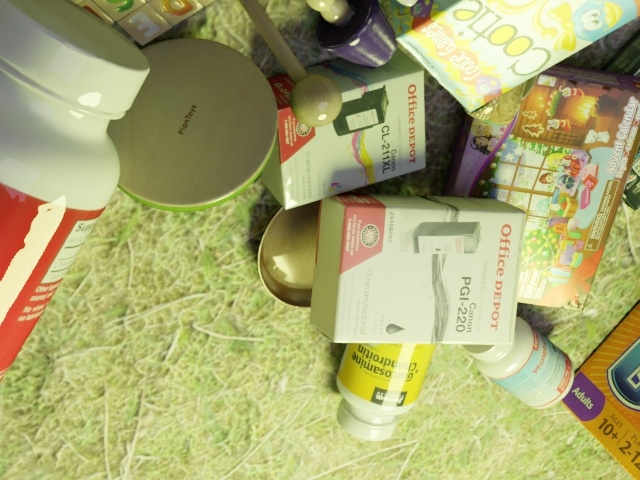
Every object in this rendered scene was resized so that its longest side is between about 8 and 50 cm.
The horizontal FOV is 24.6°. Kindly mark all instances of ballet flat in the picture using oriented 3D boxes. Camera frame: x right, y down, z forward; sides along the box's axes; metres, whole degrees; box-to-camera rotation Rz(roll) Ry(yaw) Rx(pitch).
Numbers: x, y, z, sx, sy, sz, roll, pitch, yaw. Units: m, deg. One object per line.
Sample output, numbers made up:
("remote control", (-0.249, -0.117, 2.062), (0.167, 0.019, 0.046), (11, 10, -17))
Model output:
("ballet flat", (0.219, -0.215, 1.599), (0.067, 0.073, 0.206), (34, 79, -34))

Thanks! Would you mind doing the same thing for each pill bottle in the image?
("pill bottle", (0.078, 0.146, 1.770), (0.103, 0.103, 0.184), (1, 119, -30))
("pill bottle", (-0.330, -0.031, 1.341), (0.229, 0.229, 0.408), (22, 107, -38))
("pill bottle", (0.250, 0.148, 1.880), (0.087, 0.087, 0.160), (-48, 131, 6))

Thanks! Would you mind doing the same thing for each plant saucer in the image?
("plant saucer", (0.000, 0.000, 1.680), (0.168, 0.029, 0.168), (-15, 126, -22))

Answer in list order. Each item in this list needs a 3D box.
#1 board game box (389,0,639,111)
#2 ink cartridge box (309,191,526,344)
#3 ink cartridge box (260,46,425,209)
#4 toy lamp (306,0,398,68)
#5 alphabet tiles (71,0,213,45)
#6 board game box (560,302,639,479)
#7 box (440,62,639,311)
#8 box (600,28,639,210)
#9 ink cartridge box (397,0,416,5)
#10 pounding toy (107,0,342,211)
("board game box", (0.218, -0.279, 1.481), (0.275, 0.144, 0.142), (-30, 135, 24))
("ink cartridge box", (0.109, 0.032, 1.633), (0.217, 0.092, 0.159), (1, 100, -19))
("ink cartridge box", (0.023, -0.124, 1.584), (0.175, 0.072, 0.127), (-17, 126, -19))
("toy lamp", (-0.022, -0.261, 1.468), (0.274, 0.080, 0.080), (33, 100, -39))
("alphabet tiles", (-0.167, -0.276, 1.353), (0.237, 0.009, 0.198), (-28, 135, 22))
("board game box", (0.621, 0.246, 1.977), (0.356, 0.356, 0.356), (-49, 131, 7))
("box", (0.250, -0.065, 1.718), (0.201, 0.057, 0.293), (8, 117, -9))
("box", (0.409, -0.166, 1.791), (0.220, 0.051, 0.175), (-47, 130, 5))
("ink cartridge box", (0.053, -0.398, 1.384), (0.275, 0.060, 0.239), (36, 98, -22))
("pounding toy", (-0.111, -0.115, 1.478), (0.237, 0.183, 0.110), (-38, 164, -13))
